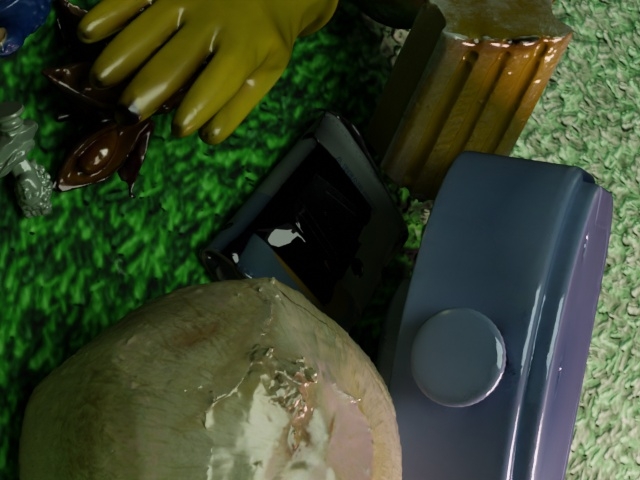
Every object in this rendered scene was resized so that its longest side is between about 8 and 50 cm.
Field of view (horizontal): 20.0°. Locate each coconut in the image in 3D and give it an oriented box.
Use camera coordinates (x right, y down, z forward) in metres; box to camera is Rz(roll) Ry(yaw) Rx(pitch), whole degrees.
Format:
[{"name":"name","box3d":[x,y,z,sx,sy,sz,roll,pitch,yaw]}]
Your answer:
[{"name":"coconut","box3d":[-0.074,0.177,1.439,0.297,0.255,0.297,13,72,-46]}]

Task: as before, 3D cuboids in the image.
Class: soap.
[{"name":"soap","box3d":[0.132,-0.133,1.737,0.140,0.232,0.073,-3,52,-24]}]

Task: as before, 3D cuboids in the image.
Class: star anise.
[{"name":"star anise","box3d":[-0.177,-0.130,1.525,0.157,0.053,0.212,52,50,-28]}]

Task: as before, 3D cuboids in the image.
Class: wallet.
[{"name":"wallet","box3d":[0.000,0.000,1.687,0.170,0.069,0.231,54,48,-20]}]

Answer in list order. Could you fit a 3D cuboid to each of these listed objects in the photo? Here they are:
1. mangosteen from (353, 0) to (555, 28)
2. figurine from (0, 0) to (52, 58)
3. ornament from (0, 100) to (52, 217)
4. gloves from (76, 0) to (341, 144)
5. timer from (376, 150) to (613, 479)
[{"name":"mangosteen","box3d":[0.162,-0.343,1.771,0.311,0.311,0.311,10,76,-46]},{"name":"figurine","box3d":[-0.262,-0.232,1.416,0.262,0.121,0.164,-49,154,-31]},{"name":"ornament","box3d":[-0.242,-0.067,1.450,0.092,0.041,0.068,51,57,-51]},{"name":"gloves","box3d":[-0.100,-0.176,1.547,0.133,0.116,0.294,30,40,12]},{"name":"timer","box3d":[0.143,0.101,1.644,0.395,0.173,0.395,12,90,-76]}]
